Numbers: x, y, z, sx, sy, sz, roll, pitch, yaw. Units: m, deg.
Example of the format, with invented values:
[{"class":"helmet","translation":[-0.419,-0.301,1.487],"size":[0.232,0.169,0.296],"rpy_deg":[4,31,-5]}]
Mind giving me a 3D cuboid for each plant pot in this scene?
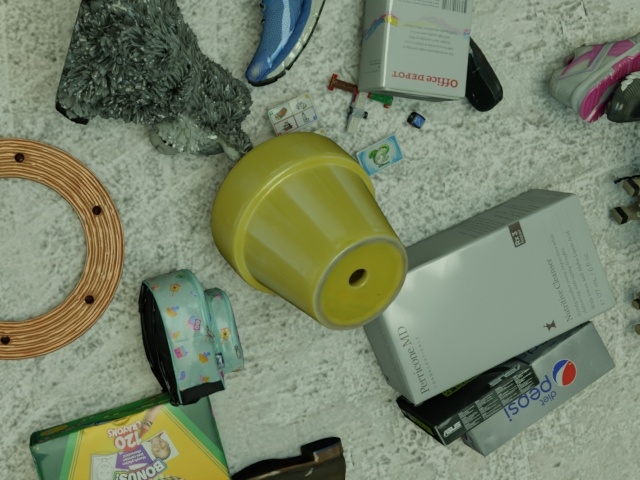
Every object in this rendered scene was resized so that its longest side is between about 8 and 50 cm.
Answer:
[{"class":"plant pot","translation":[0.000,0.000,1.547],"size":[0.254,0.239,0.254],"rpy_deg":[-19,130,-25]}]

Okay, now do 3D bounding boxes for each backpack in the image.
[{"class":"backpack","translation":[-0.202,0.135,1.588],"size":[0.144,0.166,0.188],"rpy_deg":[-22,103,-14]}]

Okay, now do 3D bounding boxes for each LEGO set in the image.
[{"class":"LEGO set","translation":[0.047,-0.188,1.707],"size":[0.244,0.060,0.182],"rpy_deg":[-28,113,-10]}]

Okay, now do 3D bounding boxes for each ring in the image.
[{"class":"ring","translation":[-0.467,0.013,1.578],"size":[0.336,0.032,0.337],"rpy_deg":[-1,94,-15]}]

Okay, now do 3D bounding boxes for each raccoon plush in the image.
[{"class":"raccoon plush","translation":[-0.193,-0.267,1.454],"size":[0.299,0.446,0.216],"rpy_deg":[15,64,-15]}]

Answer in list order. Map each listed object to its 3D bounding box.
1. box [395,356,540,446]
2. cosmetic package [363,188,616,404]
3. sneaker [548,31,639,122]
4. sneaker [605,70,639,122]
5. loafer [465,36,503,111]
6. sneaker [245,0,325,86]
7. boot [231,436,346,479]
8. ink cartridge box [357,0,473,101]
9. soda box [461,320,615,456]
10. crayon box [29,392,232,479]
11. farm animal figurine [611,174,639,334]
[{"class":"box","translation":[0.238,0.248,1.708],"size":[0.190,0.184,0.045],"rpy_deg":[-31,100,-10]},{"class":"cosmetic package","translation":[0.261,0.084,1.717],"size":[0.385,0.156,0.217],"rpy_deg":[-26,102,-13]},{"class":"sneaker","translation":[0.482,-0.299,1.772],"size":[0.252,0.111,0.103],"rpy_deg":[-31,140,-33]},{"class":"sneaker","translation":[0.568,-0.237,1.734],"size":[0.234,0.106,0.078],"rpy_deg":[-23,134,-41]},{"class":"loafer","translation":[0.249,-0.297,1.742],"size":[0.061,0.062,0.170],"rpy_deg":[-34,97,-50]},{"class":"sneaker","translation":[-0.061,-0.399,1.613],"size":[0.147,0.130,0.330],"rpy_deg":[19,90,-7]},{"class":"boot","translation":[-0.053,0.406,1.695],"size":[0.219,0.082,0.106],"rpy_deg":[-17,96,-15]},{"class":"ink cartridge box","translation":[0.152,-0.332,1.647],"size":[0.154,0.093,0.212],"rpy_deg":[3,91,-24]},{"class":"soda box","translation":[0.357,0.247,1.788],"size":[0.286,0.091,0.098],"rpy_deg":[-32,101,-11]},{"class":"crayon box","translation":[-0.294,0.344,1.623],"size":[0.278,0.081,0.165],"rpy_deg":[-16,98,-14]},{"class":"farm animal figurine","translation":[0.639,0.002,1.785],"size":[0.172,0.330,0.327],"rpy_deg":[-14,64,-21]}]
